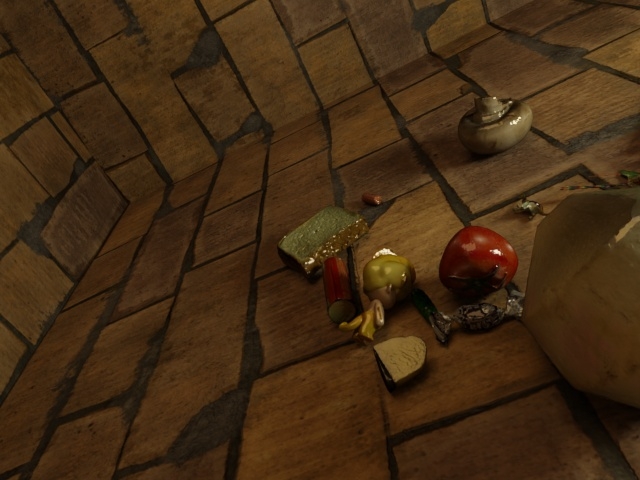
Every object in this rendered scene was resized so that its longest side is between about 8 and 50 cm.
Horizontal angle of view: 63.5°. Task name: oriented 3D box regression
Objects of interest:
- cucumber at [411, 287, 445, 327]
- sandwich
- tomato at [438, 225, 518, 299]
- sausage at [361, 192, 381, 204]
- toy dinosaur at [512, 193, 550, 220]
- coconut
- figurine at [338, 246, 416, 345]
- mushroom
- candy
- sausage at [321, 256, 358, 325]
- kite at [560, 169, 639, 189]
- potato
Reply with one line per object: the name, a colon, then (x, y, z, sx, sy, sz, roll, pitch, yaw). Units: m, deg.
cucumber: (0.237, 0.147, 1.170, 0.039, 0.039, 0.168, -29, 29, 0)
sandwich: (0.000, 0.001, 1.587, 0.251, 0.087, 0.226, -36, 30, -17)
tomato: (0.341, 0.042, 1.121, 0.167, 0.167, 0.167, -23, 28, 13)
sausage: (0.169, -0.138, 1.714, 0.034, 0.034, 0.083, -41, 30, -20)
toy dinosaur: (0.518, -0.079, 1.281, 0.058, 0.037, 0.180, -31, 26, 7)
coconut: (0.475, 0.072, 0.790, 0.352, 0.353, 0.353, -23, 28, 13)
figurine: (0.141, 0.128, 1.219, 0.246, 0.131, 0.156, -60, 9, -31)
mushroom: (0.535, -0.368, 1.598, 0.226, 0.178, 0.226, -14, 35, 10)
candy: (0.332, 0.155, 1.049, 0.226, 0.051, 0.094, -15, 36, 23)
sausage: (0.043, 0.113, 1.369, 0.083, 0.083, 0.264, -25, 27, 9)
kite: (0.687, -0.126, 1.195, 0.244, 0.006, 0.198, -4, 25, 26)
potato: (0.169, 0.246, 1.042, 0.103, 0.066, 0.096, -20, 52, -1)
